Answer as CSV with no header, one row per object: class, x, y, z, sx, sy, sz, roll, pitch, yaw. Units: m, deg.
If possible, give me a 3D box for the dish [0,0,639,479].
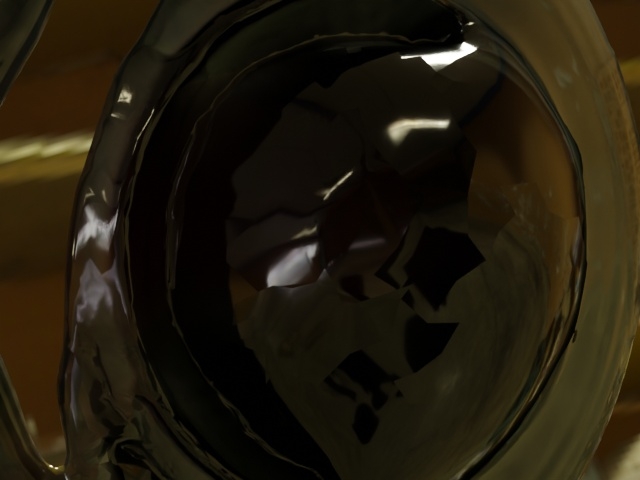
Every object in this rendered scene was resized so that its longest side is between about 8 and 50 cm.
dish,0.000,0.000,0.520,0.273,0.273,0.134,-8,5,-30
